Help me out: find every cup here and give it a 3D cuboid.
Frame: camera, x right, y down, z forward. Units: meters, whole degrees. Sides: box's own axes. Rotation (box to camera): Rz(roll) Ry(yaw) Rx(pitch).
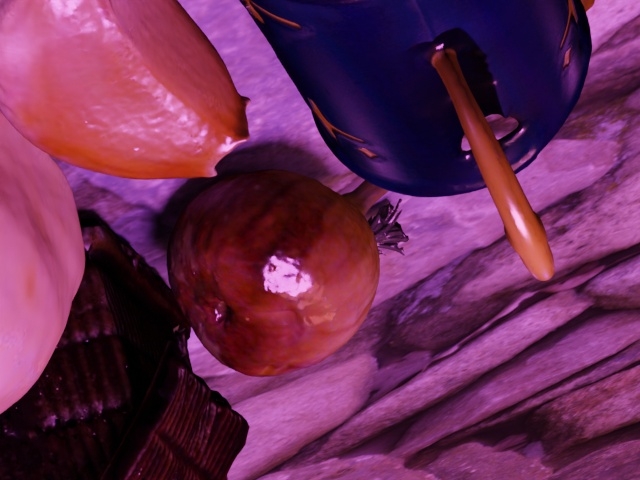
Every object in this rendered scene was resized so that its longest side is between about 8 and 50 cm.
[{"bbox_3d":[0.074,-0.127,0.947,0.178,0.255,0.256,-50,156,-5],"label":"cup"}]

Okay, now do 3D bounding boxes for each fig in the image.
[{"bbox_3d":[0.003,0.011,1.288,0.231,0.143,0.160,-12,134,-27],"label":"fig"}]

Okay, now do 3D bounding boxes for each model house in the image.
[{"bbox_3d":[-0.198,0.174,1.245,0.297,0.282,0.317,-26,156,-1],"label":"model house"}]

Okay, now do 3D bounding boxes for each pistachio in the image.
[{"bbox_3d":[-0.253,0.016,0.959,0.238,0.229,0.321,-58,162,6],"label":"pistachio"}]

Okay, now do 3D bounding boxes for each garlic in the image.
[{"bbox_3d":[-0.127,-0.109,0.923,0.115,0.128,0.206,-34,148,-2],"label":"garlic"}]

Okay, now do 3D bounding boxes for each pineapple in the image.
[{"bbox_3d":[0.017,0.010,1.426,0.124,0.058,0.058,-31,157,-5],"label":"pineapple"}]

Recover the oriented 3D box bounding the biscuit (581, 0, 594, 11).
[{"bbox_3d":[0.113,-0.173,1.153,0.183,0.039,0.174,-23,158,-9],"label":"biscuit"}]
